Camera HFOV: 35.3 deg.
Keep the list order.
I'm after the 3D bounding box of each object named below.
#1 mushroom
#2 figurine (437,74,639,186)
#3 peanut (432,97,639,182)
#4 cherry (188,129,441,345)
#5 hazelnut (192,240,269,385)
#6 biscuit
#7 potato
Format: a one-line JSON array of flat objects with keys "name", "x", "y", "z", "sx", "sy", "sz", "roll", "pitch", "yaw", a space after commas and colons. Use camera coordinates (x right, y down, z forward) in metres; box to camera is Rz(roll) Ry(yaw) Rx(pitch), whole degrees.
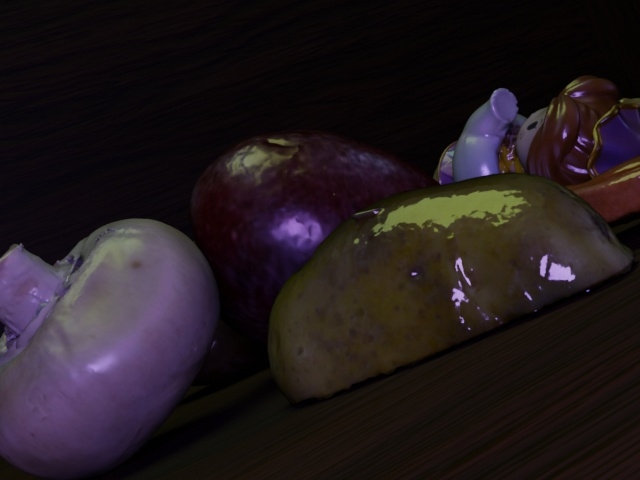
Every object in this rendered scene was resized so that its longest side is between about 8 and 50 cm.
[{"name": "mushroom", "x": -0.205, "y": 0.082, "z": 0.857, "sx": 0.246, "sy": 0.202, "sz": 0.246, "roll": -40, "pitch": 26, "yaw": 24}, {"name": "figurine", "x": 0.250, "y": -0.088, "z": 1.100, "sx": 0.142, "sy": 0.189, "sz": 0.263, "roll": -46, "pitch": 18, "yaw": -29}, {"name": "peanut", "x": 0.299, "y": -0.091, "z": 1.290, "sx": 0.313, "sy": 0.152, "sz": 0.152, "roll": -18, "pitch": 0, "yaw": 13}, {"name": "cherry", "x": 0.000, "y": 0.000, "z": 0.970, "sx": 0.300, "sy": 0.203, "sz": 0.230, "roll": -4, "pitch": -36, "yaw": 1}, {"name": "hazelnut", "x": -0.128, "y": 0.095, "z": 1.273, "sx": 0.214, "sy": 0.176, "sz": 0.214, "roll": -52, "pitch": 14, "yaw": 20}, {"name": "biscuit", "x": 0.242, "y": -0.035, "z": 0.821, "sx": 0.334, "sy": 0.047, "sz": 0.202, "roll": -21, "pitch": -6, "yaw": 27}, {"name": "potato", "x": 0.073, "y": 0.018, "z": 0.708, "sx": 0.272, "sy": 0.111, "sz": 0.160, "roll": -26, "pitch": 0, "yaw": 23}]
